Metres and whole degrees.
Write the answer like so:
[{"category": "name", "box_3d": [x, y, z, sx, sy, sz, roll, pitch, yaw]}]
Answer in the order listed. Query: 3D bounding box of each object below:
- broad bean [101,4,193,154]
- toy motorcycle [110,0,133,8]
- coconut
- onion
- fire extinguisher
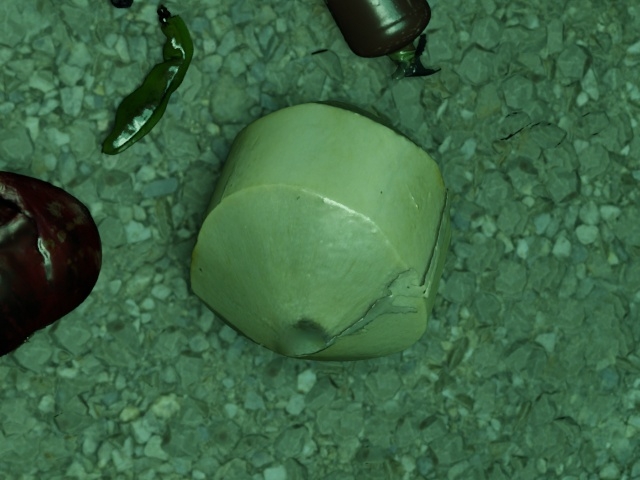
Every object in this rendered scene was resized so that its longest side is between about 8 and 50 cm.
[{"category": "broad bean", "box_3d": [-0.202, -0.185, 1.882, 0.061, 0.046, 0.195, 22, 84, -7]}, {"category": "toy motorcycle", "box_3d": [-0.237, -0.379, 1.813, 0.082, 0.122, 0.213, 0, 95, -4]}, {"category": "coconut", "box_3d": [0.000, 0.000, 1.818, 0.322, 0.323, 0.323, -2, 96, -17]}, {"category": "onion", "box_3d": [-0.379, 0.027, 1.762, 0.280, 0.221, 0.281, -9, 117, -18]}, {"category": "fire extinguisher", "box_3d": [0.050, -0.336, 1.915, 0.337, 0.114, 0.135, 61, 34, -13]}]
